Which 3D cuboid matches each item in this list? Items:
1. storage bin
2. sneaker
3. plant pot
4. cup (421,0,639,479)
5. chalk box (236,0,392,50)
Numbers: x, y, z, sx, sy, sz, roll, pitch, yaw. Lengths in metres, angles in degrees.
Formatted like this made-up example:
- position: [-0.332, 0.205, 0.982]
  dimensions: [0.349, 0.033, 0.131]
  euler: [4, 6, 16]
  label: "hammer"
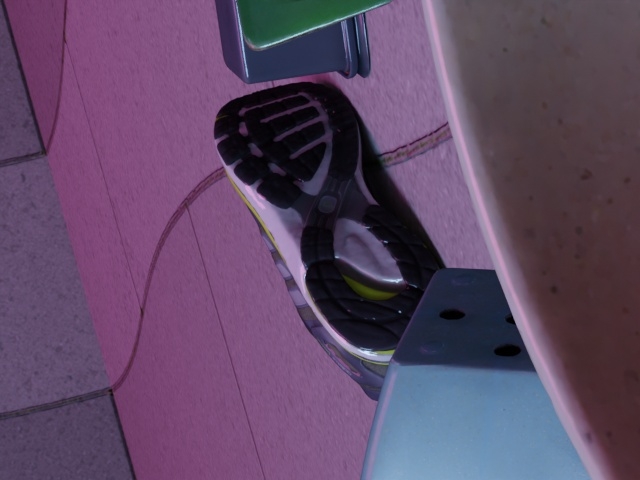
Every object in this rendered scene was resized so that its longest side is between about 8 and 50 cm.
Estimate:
- position: [-0.029, -0.178, 1.347]
  dimensions: [0.098, 0.091, 0.135]
  euler: [-134, 33, -61]
  label: "storage bin"
- position: [0.000, 0.000, 1.391]
  dimensions: [0.121, 0.111, 0.300]
  euler: [86, 164, -48]
  label: "sneaker"
- position: [0.101, 0.140, 0.933]
  dimensions: [0.165, 0.165, 0.234]
  euler: [-56, -35, -60]
  label: "plant pot"
- position: [0.184, -0.073, 0.389]
  dimensions: [0.331, 0.237, 0.331]
  euler: [166, 90, -76]
  label: "cup"
- position: [-0.030, -0.246, 1.006]
  dimensions: [0.179, 0.180, 0.289]
  euler: [5, -112, -71]
  label: "chalk box"
